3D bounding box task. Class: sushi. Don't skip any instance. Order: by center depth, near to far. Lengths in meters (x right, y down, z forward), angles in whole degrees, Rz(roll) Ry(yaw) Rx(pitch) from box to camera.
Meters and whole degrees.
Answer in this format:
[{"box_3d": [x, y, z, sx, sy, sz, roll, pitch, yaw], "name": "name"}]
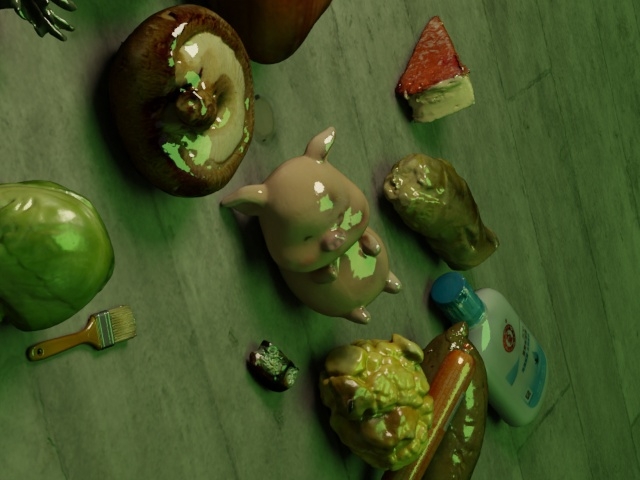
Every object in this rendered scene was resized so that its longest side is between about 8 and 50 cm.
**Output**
[{"box_3d": [-0.067, 0.168, 1.914, 0.046, 0.044, 0.083, -56, 133, -15], "name": "sushi"}]

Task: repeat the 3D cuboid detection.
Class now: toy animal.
[{"box_3d": [0.003, -0.009, 1.927, 0.166, 0.154, 0.250, -46, 132, -22], "name": "toy animal"}]

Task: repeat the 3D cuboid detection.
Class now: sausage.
[{"box_3d": [0.138, 0.303, 2.100, 0.053, 0.053, 0.347, 41, 74, -47], "name": "sausage"}]

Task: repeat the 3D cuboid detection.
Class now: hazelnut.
[{"box_3d": [-0.074, -0.333, 1.848, 0.186, 0.210, 0.210, 36, 53, -21], "name": "hazelnut"}]

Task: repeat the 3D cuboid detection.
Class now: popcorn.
[{"box_3d": [0.077, 0.217, 2.036, 0.194, 0.140, 0.163, 50, 55, -30], "name": "popcorn"}]

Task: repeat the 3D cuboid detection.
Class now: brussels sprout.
[{"box_3d": [-0.292, 0.007, 1.496, 0.183, 0.145, 0.131, 56, 16, -45], "name": "brussels sprout"}]

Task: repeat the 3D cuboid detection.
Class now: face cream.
[{"box_3d": [0.280, 0.166, 2.395, 0.336, 0.080, 0.163, 50, 47, -42], "name": "face cream"}]

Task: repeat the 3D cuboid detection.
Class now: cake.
[{"box_3d": [0.171, -0.267, 2.324, 0.220, 0.117, 0.086, -105, 171, -57], "name": "cake"}]

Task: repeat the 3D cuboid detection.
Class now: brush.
[{"box_3d": [-0.266, 0.108, 1.628, 0.170, 0.014, 0.043, -18, 99, -56], "name": "brush"}]

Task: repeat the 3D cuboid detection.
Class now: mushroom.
[{"box_3d": [-0.167, -0.166, 1.722, 0.194, 0.138, 0.231, -53, 141, -63], "name": "mushroom"}]

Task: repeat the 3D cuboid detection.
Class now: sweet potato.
[{"box_3d": [0.184, 0.332, 2.194, 0.130, 0.130, 0.422, 21, 73, -54], "name": "sweet potato"}]

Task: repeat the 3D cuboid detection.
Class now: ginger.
[{"box_3d": [0.188, -0.050, 2.260, 0.263, 0.109, 0.116, 44, 24, -46], "name": "ginger"}]

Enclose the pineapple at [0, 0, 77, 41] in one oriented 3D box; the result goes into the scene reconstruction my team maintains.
[{"box_3d": [-0.327, -0.369, 1.489, 0.169, 0.169, 0.340, -36, 124, -53], "name": "pineapple"}]
